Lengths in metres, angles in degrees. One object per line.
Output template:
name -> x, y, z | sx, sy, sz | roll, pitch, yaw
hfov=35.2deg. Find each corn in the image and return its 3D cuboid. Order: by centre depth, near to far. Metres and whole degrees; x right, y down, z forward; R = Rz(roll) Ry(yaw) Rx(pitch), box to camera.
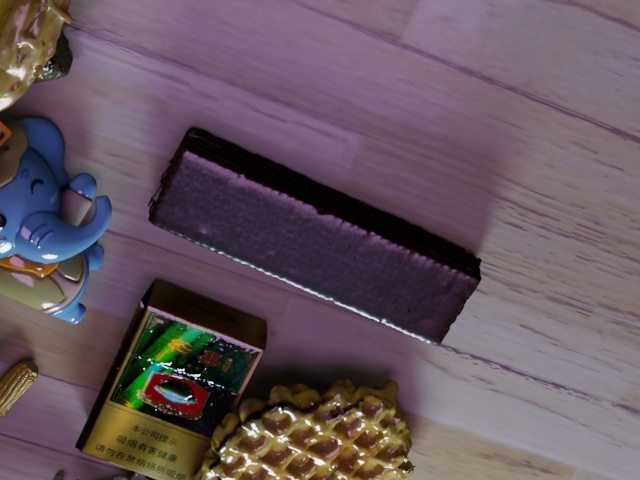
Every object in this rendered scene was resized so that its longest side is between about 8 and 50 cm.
corn -> -0.386, 0.184, 1.256 | 0.037, 0.037, 0.092 | 41, 108, -19

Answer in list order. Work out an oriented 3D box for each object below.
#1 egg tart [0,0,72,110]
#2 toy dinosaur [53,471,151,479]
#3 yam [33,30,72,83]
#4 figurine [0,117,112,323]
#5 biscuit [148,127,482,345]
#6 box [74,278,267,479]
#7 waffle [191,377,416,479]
egg tart -> -0.396, -0.266, 0.938 | 0.345, 0.132, 0.345 | -1, 107, -4
toy dinosaur -> -0.286, 0.351, 1.339 | 0.142, 0.057, 0.212 | 32, 122, -32
yam -> -0.354, -0.192, 1.052 | 0.179, 0.078, 0.078 | -9, 116, 4
figurine -> -0.329, -0.027, 1.110 | 0.180, 0.154, 0.262 | -41, 127, 7
biscuit -> 0.000, 0.000, 1.155 | 0.388, 0.073, 0.107 | 23, 114, -13
box -> -0.184, 0.181, 1.239 | 0.159, 0.071, 0.240 | 23, 114, -10
waffle -> -0.018, 0.289, 1.277 | 0.281, 0.058, 0.301 | 12, 120, -23
